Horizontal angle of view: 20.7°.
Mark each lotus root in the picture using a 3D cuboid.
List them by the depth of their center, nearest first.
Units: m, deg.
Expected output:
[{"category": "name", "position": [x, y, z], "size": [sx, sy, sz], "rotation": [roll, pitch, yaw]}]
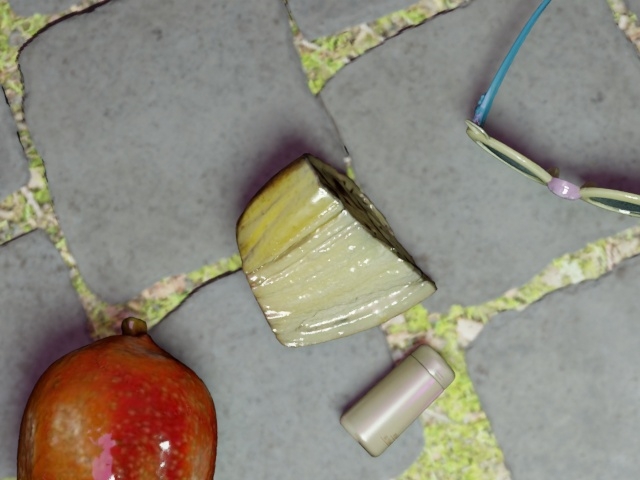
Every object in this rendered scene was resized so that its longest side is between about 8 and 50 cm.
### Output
[{"category": "lotus root", "position": [-0.003, 0.003, 1.435], "size": [0.135, 0.095, 0.159], "rotation": [-30, 114, 8]}]

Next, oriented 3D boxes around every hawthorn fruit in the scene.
[{"category": "hawthorn fruit", "position": [-0.164, 0.153, 1.389], "size": [0.169, 0.169, 0.188], "rotation": [-5, 78, 9]}]

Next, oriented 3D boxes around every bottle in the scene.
[{"category": "bottle", "position": [0.063, 0.128, 1.412], "size": [0.096, 0.045, 0.045], "rotation": [-42, 74, -3]}]

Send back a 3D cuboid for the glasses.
[{"category": "glasses", "position": [0.239, -0.118, 1.443], "size": [0.190, 0.088, 0.220], "rotation": [22, 62, 15]}]
